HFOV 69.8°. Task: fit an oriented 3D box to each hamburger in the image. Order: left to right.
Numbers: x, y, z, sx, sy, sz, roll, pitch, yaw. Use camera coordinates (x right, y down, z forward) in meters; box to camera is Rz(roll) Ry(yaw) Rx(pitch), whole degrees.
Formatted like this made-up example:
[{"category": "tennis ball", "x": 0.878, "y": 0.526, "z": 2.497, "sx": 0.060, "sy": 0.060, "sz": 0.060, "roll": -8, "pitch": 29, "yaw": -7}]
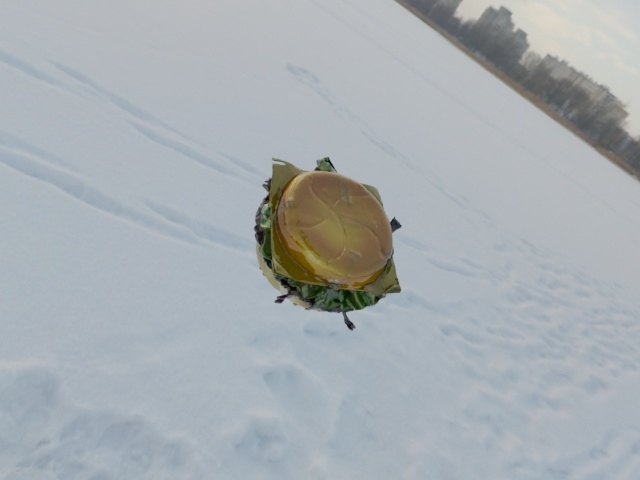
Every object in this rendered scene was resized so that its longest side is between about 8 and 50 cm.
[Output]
[{"category": "hamburger", "x": 0.002, "y": -0.002, "z": 0.497, "sx": 0.164, "sy": 0.093, "sz": 0.189, "roll": 22, "pitch": 54, "yaw": -18}]
